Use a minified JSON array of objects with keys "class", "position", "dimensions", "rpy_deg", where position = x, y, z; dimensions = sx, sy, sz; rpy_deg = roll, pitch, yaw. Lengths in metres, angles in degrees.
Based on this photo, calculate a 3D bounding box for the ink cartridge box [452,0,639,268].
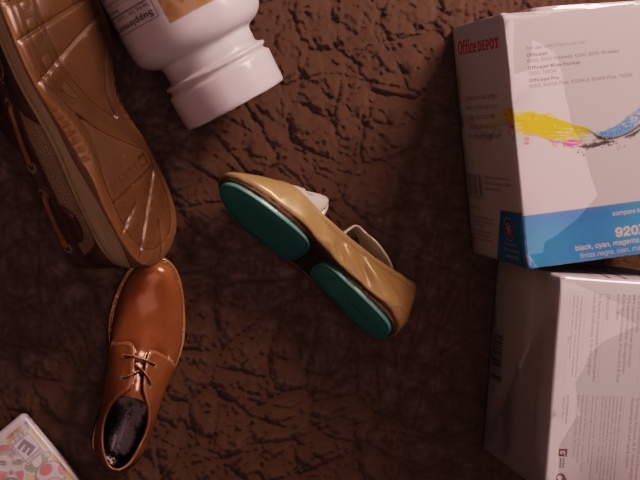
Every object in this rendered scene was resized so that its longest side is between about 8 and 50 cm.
[{"class":"ink cartridge box","position":[0.236,-0.104,1.359],"dimensions":[0.168,0.171,0.233],"rpy_deg":[-7,96,-10]}]

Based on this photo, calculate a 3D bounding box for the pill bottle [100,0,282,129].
[{"class":"pill bottle","position":[-0.131,-0.225,1.304],"dimensions":[0.131,0.131,0.229],"rpy_deg":[-29,99,-7]}]

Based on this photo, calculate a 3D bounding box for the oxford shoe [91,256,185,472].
[{"class":"oxford shoe","position":[-0.170,0.119,1.355],"dimensions":[0.076,0.076,0.212],"rpy_deg":[9,91,-9]}]

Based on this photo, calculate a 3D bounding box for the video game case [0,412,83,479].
[{"class":"video game case","position":[-0.303,0.314,1.353],"dimensions":[0.227,0.026,0.206],"rpy_deg":[-40,90,-5]}]

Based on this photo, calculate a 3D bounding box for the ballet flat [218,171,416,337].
[{"class":"ballet flat","position":[0.000,0.000,1.387],"dimensions":[0.232,0.080,0.073],"rpy_deg":[43,58,-13]}]

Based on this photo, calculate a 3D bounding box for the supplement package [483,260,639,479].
[{"class":"supplement package","position":[0.316,0.130,1.379],"dimensions":[0.262,0.198,0.199],"rpy_deg":[3,93,-10]}]

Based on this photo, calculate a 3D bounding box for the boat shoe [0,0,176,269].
[{"class":"boat shoe","position":[-0.249,-0.124,1.292],"dimensions":[0.123,0.123,0.342],"rpy_deg":[-8,116,34]}]
